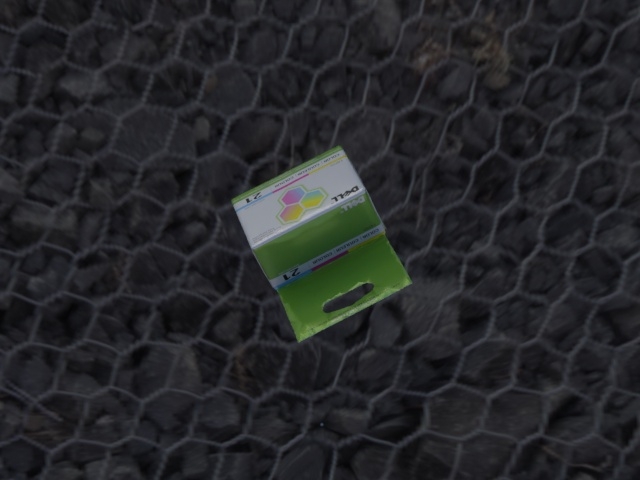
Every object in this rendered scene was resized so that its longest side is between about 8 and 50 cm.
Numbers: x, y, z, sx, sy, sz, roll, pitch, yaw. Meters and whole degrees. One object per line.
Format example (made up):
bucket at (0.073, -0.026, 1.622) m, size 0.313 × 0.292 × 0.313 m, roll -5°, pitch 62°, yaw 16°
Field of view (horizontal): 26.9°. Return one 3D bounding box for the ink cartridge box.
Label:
ink cartridge box at (0.000, 0.000, 1.915) m, size 0.188 × 0.255 × 0.097 m, roll -27°, pitch 127°, yaw 0°
